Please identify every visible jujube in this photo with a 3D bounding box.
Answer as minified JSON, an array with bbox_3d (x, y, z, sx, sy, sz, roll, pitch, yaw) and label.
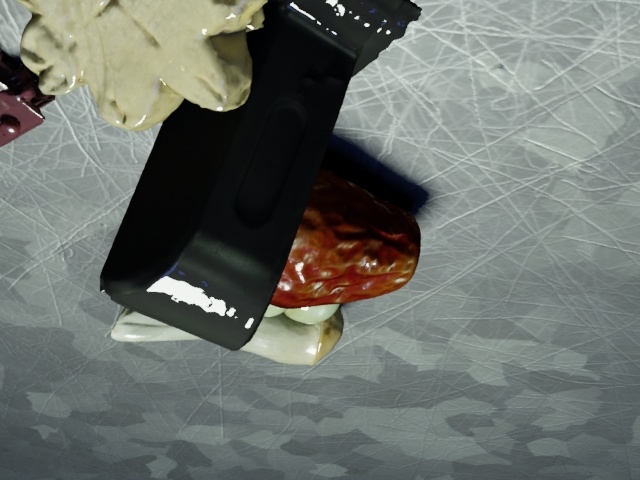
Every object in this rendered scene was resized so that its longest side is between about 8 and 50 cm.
[{"bbox_3d":[0.000,0.000,1.604,0.255,0.190,0.190,11,148,-18],"label":"jujube"}]

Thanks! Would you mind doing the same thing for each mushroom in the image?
[{"bbox_3d":[-0.129,0.114,1.822,0.328,0.159,0.122,12,137,-14],"label":"mushroom"}]

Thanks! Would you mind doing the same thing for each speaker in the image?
[{"bbox_3d":[-0.061,-0.090,1.330,0.180,0.388,0.184,25,169,-26],"label":"speaker"}]

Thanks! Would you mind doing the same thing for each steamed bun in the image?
[{"bbox_3d":[-0.160,-0.249,1.243,0.292,0.137,0.295,40,126,7],"label":"steamed bun"}]

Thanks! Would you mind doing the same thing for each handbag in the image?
[{"bbox_3d":[-0.451,-0.172,1.522,0.216,0.074,0.203,-20,138,36],"label":"handbag"}]

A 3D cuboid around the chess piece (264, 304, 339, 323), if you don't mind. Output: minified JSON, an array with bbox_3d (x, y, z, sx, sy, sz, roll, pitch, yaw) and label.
[{"bbox_3d":[-0.085,0.048,1.742,0.243,0.133,0.133,16,147,-21],"label":"chess piece"}]
